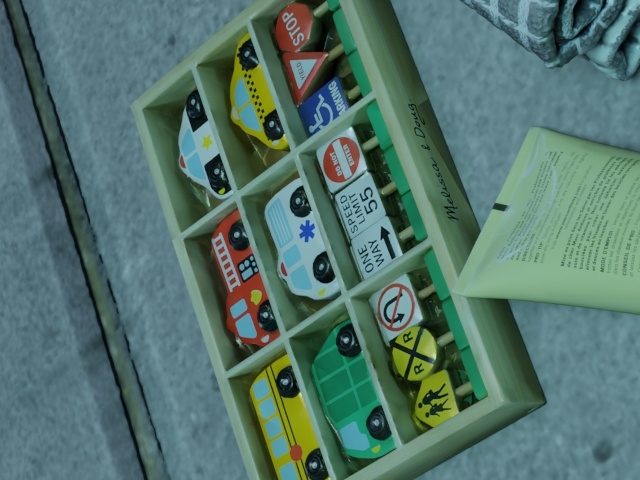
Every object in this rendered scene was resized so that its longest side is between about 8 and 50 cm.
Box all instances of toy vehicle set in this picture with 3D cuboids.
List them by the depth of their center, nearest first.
[{"bbox_3d":[0.000,0.000,0.911,0.166,0.035,0.266,-36,62,33],"label":"toy vehicle set"}]

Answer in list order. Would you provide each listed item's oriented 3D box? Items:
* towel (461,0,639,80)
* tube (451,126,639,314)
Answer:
[{"bbox_3d":[0.110,-0.249,0.788,0.235,0.121,0.283,43,112,36],"label":"towel"},{"bbox_3d":[0.165,0.001,0.751,0.240,0.070,0.062,11,118,44],"label":"tube"}]
